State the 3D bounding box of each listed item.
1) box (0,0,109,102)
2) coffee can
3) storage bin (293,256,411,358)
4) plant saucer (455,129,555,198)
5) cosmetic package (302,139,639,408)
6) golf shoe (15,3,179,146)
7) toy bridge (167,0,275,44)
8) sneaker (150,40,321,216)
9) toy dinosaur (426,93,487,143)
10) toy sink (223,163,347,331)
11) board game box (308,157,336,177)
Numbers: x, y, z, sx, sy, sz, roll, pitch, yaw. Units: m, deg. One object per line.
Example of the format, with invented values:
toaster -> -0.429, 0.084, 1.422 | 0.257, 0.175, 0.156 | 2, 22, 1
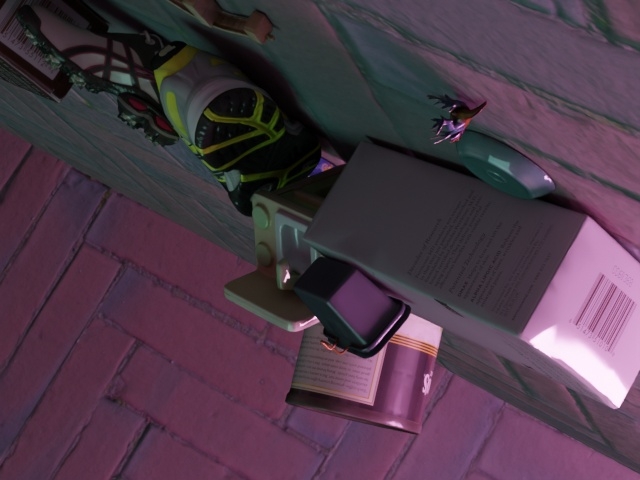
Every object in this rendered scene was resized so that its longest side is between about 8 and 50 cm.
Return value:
box -> -0.498, -0.337, 2.022 | 0.381, 0.143, 0.191 | 26, 171, 47
coffee can -> 0.077, 0.125, 2.045 | 0.201, 0.275, 0.201 | 13, 172, 2
storage bin -> 0.026, 0.078, 1.691 | 0.091, 0.098, 0.135 | 46, 168, -22
plant saucer -> 0.188, -0.074, 1.472 | 0.119, 0.021, 0.119 | 30, 172, 5
cosmetic package -> 0.187, 0.031, 1.642 | 0.217, 0.156, 0.385 | 36, 171, -39
golf shoe -> -0.276, -0.241, 1.870 | 0.273, 0.120, 0.105 | 36, 177, -15
toy bridge -> -0.127, -0.254, 1.526 | 0.188, 0.026, 0.063 | 28, 174, 22
sneaker -> -0.106, -0.149, 1.824 | 0.147, 0.145, 0.385 | 50, 175, 20
toy dinosaur -> 0.136, -0.113, 1.371 | 0.090, 0.047, 0.082 | 13, -178, 34
toy sink -> 0.000, 0.000, 1.840 | 0.152, 0.234, 0.131 | 24, 127, 44
board game box -> 0.012, -0.081, 2.050 | 0.201, 0.035, 0.136 | 31, 172, 2
